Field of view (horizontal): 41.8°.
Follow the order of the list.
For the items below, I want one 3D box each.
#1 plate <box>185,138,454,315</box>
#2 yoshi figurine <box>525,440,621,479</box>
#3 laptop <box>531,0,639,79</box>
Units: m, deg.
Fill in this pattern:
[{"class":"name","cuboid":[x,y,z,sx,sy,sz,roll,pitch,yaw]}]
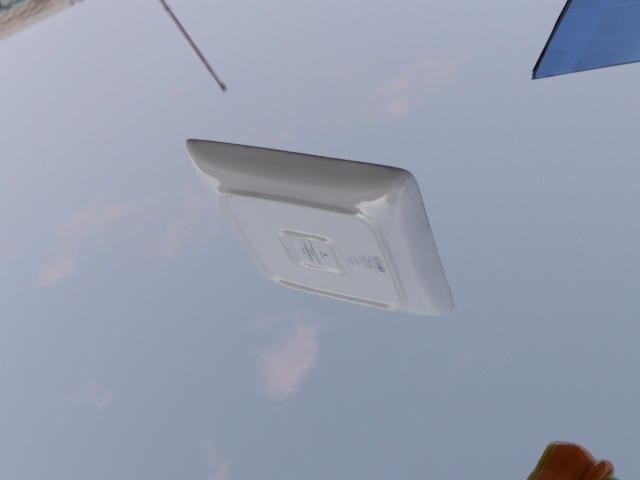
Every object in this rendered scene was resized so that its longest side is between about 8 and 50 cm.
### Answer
[{"class":"plate","cuboid":[0.000,0.000,0.966,0.278,0.277,0.045,11,-121,26]},{"class":"yoshi figurine","cuboid":[0.318,0.310,0.634,0.362,0.203,0.203,17,-85,26]},{"class":"laptop","cuboid":[0.435,-0.267,0.644,0.382,0.236,0.408,-17,-163,-40]}]
